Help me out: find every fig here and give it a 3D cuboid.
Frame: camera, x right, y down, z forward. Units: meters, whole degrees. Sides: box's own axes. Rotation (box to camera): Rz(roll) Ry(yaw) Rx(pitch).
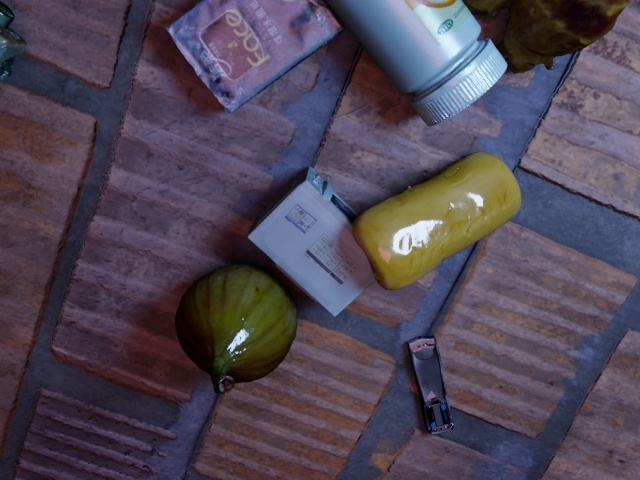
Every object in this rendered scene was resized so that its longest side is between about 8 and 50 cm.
[{"bbox_3d":[-0.152,0.161,1.095,0.217,0.321,0.216,1,103,3],"label":"fig"}]

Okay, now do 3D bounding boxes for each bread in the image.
[{"bbox_3d":[0.199,-0.039,1.075,0.305,0.091,0.142,-30,101,-18],"label":"bread"}]

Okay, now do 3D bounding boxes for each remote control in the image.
[{"bbox_3d":[0.215,0.282,1.275,0.059,0.028,0.212,-13,107,7],"label":"remote control"}]

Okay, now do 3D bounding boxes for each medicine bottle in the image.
[{"bbox_3d":[0.128,-0.344,1.004,0.158,0.158,0.318,-39,103,13],"label":"medicine bottle"}]

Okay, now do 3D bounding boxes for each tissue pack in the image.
[{"bbox_3d":[-0.104,-0.341,1.057,0.236,0.073,0.173,-33,103,11],"label":"tissue pack"}]

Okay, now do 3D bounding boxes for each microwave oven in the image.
[{"bbox_3d":[0.000,0.000,1.140,0.208,0.122,0.162,44,105,-11],"label":"microwave oven"}]

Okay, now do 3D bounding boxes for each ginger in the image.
[{"bbox_3d":[0.329,-0.401,0.944,0.274,0.152,0.357,-1,142,16],"label":"ginger"}]

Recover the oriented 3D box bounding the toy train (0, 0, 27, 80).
[{"bbox_3d":[-0.617,-0.255,1.060,0.129,0.159,0.326,42,103,-13],"label":"toy train"}]
